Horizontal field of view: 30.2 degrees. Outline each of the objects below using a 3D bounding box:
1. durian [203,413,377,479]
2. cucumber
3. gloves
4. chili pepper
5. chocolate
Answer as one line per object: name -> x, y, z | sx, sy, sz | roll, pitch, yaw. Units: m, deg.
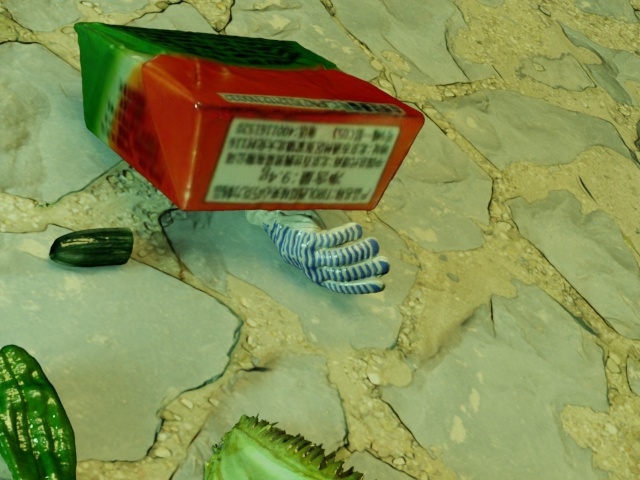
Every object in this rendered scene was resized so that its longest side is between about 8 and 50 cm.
durian -> 0.004, 0.342, 1.262 | 0.198, 0.163, 0.394 | -31, 58, -8
cucumber -> -0.281, 0.008, 1.437 | 0.105, 0.048, 0.048 | -4, 51, -35
gloves -> -0.006, 0.003, 1.600 | 0.229, 0.097, 0.119 | 29, -5, 21
chili pepper -> -0.295, 0.203, 1.191 | 0.100, 0.074, 0.257 | -3, 51, -38
chocolate -> -0.109, -0.166, 1.575 | 0.360, 0.161, 0.341 | -2, 26, -36
